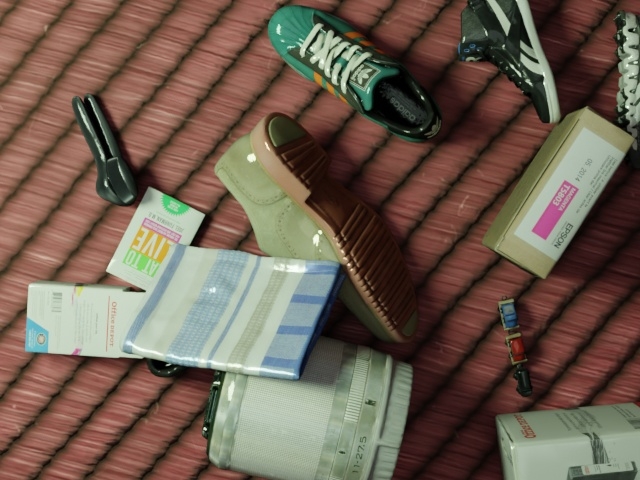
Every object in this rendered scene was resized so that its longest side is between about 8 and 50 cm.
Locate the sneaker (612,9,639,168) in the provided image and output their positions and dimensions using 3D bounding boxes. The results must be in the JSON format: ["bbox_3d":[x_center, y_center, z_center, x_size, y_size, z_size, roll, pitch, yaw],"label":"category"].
[{"bbox_3d":[0.489,-0.223,1.687,0.106,0.078,0.234,-1,91,4],"label":"sneaker"}]

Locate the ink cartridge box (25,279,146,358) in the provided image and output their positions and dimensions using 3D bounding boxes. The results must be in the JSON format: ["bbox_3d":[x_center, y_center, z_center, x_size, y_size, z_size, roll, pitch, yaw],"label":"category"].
[{"bbox_3d":[-0.348,0.119,1.735,0.181,0.061,0.104,4,94,2],"label":"ink cartridge box"}]

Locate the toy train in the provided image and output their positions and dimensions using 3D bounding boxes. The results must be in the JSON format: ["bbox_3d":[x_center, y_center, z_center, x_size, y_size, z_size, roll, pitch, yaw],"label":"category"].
[{"bbox_3d":[0.295,0.161,1.735,0.027,0.036,0.158,-13,93,2],"label":"toy train"}]

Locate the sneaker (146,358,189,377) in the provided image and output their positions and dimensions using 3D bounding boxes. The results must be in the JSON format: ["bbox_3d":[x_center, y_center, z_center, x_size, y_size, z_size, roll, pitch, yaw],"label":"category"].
[{"bbox_3d":[-0.175,0.118,1.699,0.087,0.130,0.227,44,91,-3],"label":"sneaker"}]

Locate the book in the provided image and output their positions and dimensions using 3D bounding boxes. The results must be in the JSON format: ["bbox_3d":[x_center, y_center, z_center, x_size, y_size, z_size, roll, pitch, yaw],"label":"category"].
[{"bbox_3d":[-0.250,0.002,1.744,0.096,0.035,0.144,27,92,-4],"label":"book"}]

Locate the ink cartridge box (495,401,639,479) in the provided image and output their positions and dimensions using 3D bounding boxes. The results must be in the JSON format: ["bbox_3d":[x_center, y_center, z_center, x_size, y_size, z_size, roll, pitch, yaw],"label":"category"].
[{"bbox_3d":[0.403,0.313,1.661,0.273,0.197,0.114,-5,93,2],"label":"ink cartridge box"}]

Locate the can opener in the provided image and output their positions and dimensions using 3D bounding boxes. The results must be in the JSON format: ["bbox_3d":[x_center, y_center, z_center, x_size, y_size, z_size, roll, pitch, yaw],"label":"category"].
[{"bbox_3d":[-0.322,-0.136,1.726,0.073,0.059,0.186,-27,82,29],"label":"can opener"}]

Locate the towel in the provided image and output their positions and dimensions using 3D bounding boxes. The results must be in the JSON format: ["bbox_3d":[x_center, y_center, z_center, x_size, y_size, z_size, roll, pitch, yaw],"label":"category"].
[{"bbox_3d":[-0.125,0.094,1.614,0.285,0.034,0.209,7,49,23],"label":"towel"}]

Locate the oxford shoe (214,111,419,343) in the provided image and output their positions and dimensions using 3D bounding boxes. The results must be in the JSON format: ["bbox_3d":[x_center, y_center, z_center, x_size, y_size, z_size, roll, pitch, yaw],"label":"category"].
[{"bbox_3d":[0.000,0.000,1.708,0.146,0.140,0.397,-31,98,34],"label":"oxford shoe"}]

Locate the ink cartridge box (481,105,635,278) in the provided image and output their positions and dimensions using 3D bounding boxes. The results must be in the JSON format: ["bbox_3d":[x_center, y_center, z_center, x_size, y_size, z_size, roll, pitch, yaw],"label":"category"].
[{"bbox_3d":[0.335,-0.068,1.643,0.088,0.193,0.234,33,94,0],"label":"ink cartridge box"}]

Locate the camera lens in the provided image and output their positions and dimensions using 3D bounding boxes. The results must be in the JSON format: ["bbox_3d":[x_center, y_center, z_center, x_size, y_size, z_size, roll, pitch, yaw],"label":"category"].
[{"bbox_3d":[-0.021,0.245,1.657,0.274,0.219,0.219,13,94,0],"label":"camera lens"}]

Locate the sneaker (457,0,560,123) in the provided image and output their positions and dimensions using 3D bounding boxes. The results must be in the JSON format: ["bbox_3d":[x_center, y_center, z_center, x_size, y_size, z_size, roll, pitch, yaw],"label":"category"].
[{"bbox_3d":[0.270,-0.261,1.696,0.121,0.079,0.217,-18,85,6],"label":"sneaker"}]

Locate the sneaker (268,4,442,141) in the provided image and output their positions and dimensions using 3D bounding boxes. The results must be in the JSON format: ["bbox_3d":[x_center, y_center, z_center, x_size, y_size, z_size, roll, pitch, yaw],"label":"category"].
[{"bbox_3d":[0.054,-0.250,1.674,0.302,0.121,0.108,34,93,-1],"label":"sneaker"}]
